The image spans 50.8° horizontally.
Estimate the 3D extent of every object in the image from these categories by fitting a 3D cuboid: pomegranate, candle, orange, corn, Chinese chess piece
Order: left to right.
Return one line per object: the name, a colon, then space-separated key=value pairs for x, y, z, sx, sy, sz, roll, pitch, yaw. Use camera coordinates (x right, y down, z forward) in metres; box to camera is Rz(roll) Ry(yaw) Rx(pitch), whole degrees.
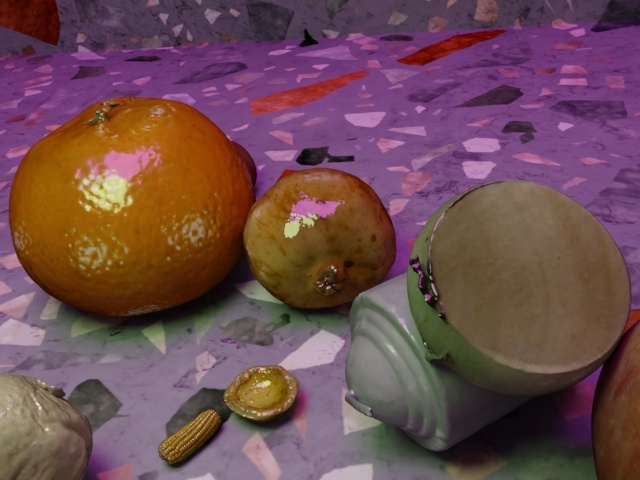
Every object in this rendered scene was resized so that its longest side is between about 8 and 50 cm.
orange: x=-0.319 y=-0.069 z=1.155 sx=0.424 sy=0.326 sz=0.424 roll=-6 pitch=29 yaw=3
corn: x=-0.167 y=0.253 z=0.872 sx=0.037 sy=0.037 sz=0.092 roll=19 pitch=41 yaw=37
pomegranate: x=0.000 y=0.000 z=1.077 sx=0.248 sy=0.248 sz=0.248 roll=-6 pitch=31 yaw=3
candle: x=0.164 y=0.125 z=0.837 sx=0.342 sy=0.221 sz=0.221 roll=-22 pitch=34 yaw=-19
Chinese chess piece: x=0.200 y=0.047 z=0.707 sx=0.238 sy=0.092 sz=0.237 roll=3 pitch=66 yaw=-7

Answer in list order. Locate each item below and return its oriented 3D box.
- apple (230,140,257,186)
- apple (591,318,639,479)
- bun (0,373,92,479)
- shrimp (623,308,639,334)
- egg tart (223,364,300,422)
apple: x=-0.218 y=-0.154 z=1.469 sx=0.153 sy=0.120 sz=0.153 roll=-7 pitch=31 yaw=4
apple: x=0.420 y=0.193 z=0.615 sx=0.345 sy=0.269 sz=0.345 roll=-5 pitch=30 yaw=3
bun: x=-0.356 y=0.270 z=0.746 sx=0.153 sy=0.244 sz=0.244 roll=36 pitch=49 yaw=23
shrimp: x=0.539 y=0.127 z=0.900 sx=0.317 sy=0.062 sz=0.164 roll=-3 pitch=29 yaw=12
egg tart: x=-0.078 y=0.213 z=0.915 sx=0.105 sy=0.039 sz=0.105 roll=-6 pitch=31 yaw=3
